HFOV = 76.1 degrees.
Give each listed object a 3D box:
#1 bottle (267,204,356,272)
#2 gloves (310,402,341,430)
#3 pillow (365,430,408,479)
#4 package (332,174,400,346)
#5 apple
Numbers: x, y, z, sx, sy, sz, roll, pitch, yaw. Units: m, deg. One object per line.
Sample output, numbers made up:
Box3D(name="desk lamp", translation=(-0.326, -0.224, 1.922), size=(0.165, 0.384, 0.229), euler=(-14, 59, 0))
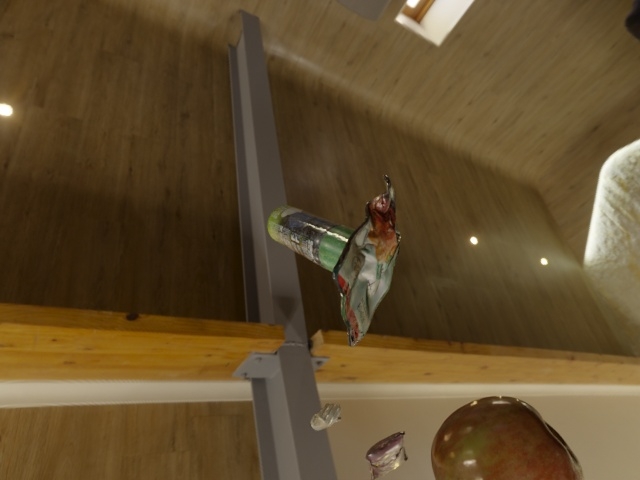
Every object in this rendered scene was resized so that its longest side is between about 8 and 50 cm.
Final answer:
Box3D(name="bottle", translation=(0.000, 0.000, 0.826), size=(0.093, 0.093, 0.330), euler=(9, -171, -34))
Box3D(name="gloves", translation=(0.010, 0.355, 0.812), size=(0.044, 0.081, 0.037), euler=(41, -177, -17))
Box3D(name="pillow", translation=(0.161, 0.525, 0.996), size=(0.118, 0.185, 0.043), euler=(-25, -134, -15))
Box3D(name="package", translation=(0.081, 0.023, 0.596), size=(0.040, 0.166, 0.232), euler=(6, -137, 26))
Box3D(name="apple", translation=(0.258, 0.318, 0.571), size=(0.188, 0.174, 0.188), euler=(46, -171, -9))
